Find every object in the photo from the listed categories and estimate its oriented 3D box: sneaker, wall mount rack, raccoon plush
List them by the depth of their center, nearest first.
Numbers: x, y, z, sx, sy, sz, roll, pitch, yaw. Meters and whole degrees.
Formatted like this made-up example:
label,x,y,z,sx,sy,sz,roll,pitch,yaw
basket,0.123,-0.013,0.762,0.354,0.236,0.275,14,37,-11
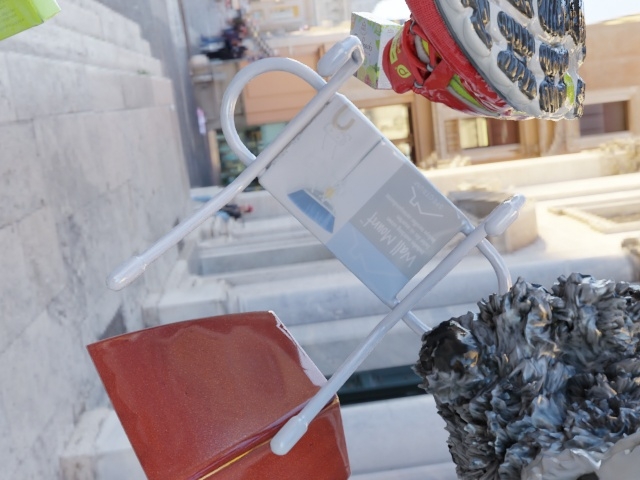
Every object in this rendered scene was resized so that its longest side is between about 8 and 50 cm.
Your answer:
label,x,y,z,sx,sy,sz,roll,pitch,yaw
sneaker,0.088,-0.114,0.480,0.279,0.118,0.107,8,82,-65
raccoon plush,0.226,0.236,0.650,0.446,0.216,0.299,64,12,-51
wall mount rack,0.000,0.000,0.727,0.350,0.304,0.130,44,7,4

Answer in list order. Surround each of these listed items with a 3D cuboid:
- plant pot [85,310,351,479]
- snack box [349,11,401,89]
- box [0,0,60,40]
label,x,y,z,sx,sy,sz,roll,pitch,yaw
plant pot,-0.111,0.244,1.014,0.267,0.236,0.267,46,-25,44
snack box,0.083,-0.304,1.279,0.141,0.037,0.100,-128,-141,-62
box,-0.327,-0.263,0.712,0.042,0.109,0.178,-71,141,-58
